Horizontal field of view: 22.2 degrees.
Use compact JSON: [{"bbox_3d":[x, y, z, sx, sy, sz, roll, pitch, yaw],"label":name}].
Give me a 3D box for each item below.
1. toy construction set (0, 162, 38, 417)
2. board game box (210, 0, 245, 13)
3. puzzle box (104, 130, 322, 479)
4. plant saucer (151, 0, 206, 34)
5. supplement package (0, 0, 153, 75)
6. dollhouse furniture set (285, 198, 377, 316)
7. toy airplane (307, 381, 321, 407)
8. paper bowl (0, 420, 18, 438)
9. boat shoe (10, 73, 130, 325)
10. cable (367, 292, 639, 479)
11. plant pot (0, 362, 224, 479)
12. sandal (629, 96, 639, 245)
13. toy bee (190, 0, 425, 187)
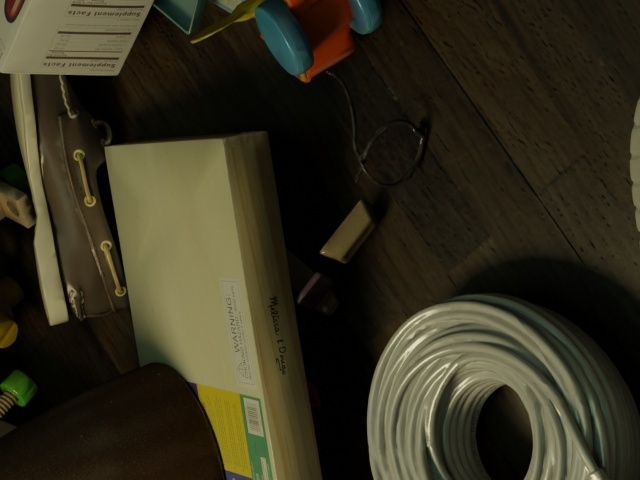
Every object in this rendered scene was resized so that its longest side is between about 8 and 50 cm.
[{"bbox_3d":[-0.419,0.035,1.838,0.257,0.237,0.309,52,152,-20],"label":"toy construction set"},{"bbox_3d":[-0.084,-0.303,1.559,0.103,0.026,0.154,34,120,28],"label":"board game box"},{"bbox_3d":[-0.105,0.099,1.601,0.272,0.052,0.408,3,104,58],"label":"puzzle box"},{"bbox_3d":[-0.162,-0.270,1.605,0.192,0.018,0.067,42,124,43],"label":"plant saucer"},{"bbox_3d":[-0.233,-0.290,1.571,0.244,0.134,0.139,-57,49,38],"label":"supplement package"},{"bbox_3d":[0.000,0.000,1.549,0.081,0.091,0.114,39,93,23],"label":"dollhouse furniture set"},{"bbox_3d":[-0.044,0.172,1.637,0.151,0.028,0.151,14,111,42],"label":"toy airplane"},{"bbox_3d":[-0.370,0.309,1.816,0.284,0.148,0.284,21,141,19],"label":"paper bowl"},{"bbox_3d":[-0.264,-0.077,1.714,0.116,0.097,0.324,-172,74,-78],"label":"boat shoe"},{"bbox_3d":[0.157,0.173,1.419,0.257,0.089,0.257,-23,75,41],"label":"cable"},{"bbox_3d":[-0.244,0.250,1.610,0.215,0.230,0.215,29,125,53],"label":"plant pot"},{"bbox_3d":[0.331,0.004,1.259,0.169,0.102,0.416,24,128,49],"label":"sandal"},{"bbox_3d":[-0.027,-0.199,1.454,0.162,0.195,0.298,40,137,54],"label":"toy bee"}]
